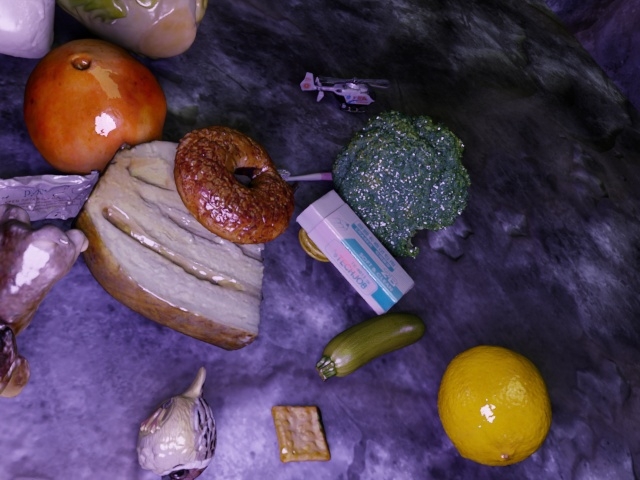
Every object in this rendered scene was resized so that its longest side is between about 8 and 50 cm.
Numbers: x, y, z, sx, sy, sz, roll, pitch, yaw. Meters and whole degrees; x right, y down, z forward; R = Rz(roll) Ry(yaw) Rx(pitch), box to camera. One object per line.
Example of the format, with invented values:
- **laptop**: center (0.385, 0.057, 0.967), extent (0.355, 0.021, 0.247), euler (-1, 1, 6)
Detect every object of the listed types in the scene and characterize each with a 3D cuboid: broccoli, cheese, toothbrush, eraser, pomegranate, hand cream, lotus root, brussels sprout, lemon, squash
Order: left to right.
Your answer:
- **cheese**: center (-0.510, -0.397, 1.081), extent (0.198, 0.189, 0.154), euler (12, 17, -31)
- **hand cream**: center (-0.413, -0.046, 0.913), extent (0.050, 0.084, 0.257), euler (37, 34, 29)
- **pomegranate**: center (-0.330, -0.187, 1.013), extent (0.209, 0.209, 0.209), euler (21, 45, -22)
- **brussels sprout**: center (-0.330, -0.467, 1.211), extent (0.294, 0.259, 0.227), euler (57, 11, 7)
- **lotus root**: center (-0.219, 0.008, 0.966), extent (0.260, 0.149, 0.267), euler (21, 50, -27)
- **toothbrush**: center (0.015, -0.127, 1.355), extent (0.286, 0.025, 0.020), euler (-5, 59, -41)
- **eraser**: center (0.064, 0.019, 1.210), extent (0.225, 0.052, 0.095), euler (49, 35, 2)
- **squash**: center (0.084, 0.162, 1.124), extent (0.258, 0.069, 0.069), euler (-14, 64, -45)
- **broccoli**: center (0.152, -0.112, 1.315), extent (0.269, 0.261, 0.241), euler (34, 5, 33)
- **lemon**: center (0.277, 0.259, 1.108), extent (0.178, 0.178, 0.203), euler (22, 43, -21)

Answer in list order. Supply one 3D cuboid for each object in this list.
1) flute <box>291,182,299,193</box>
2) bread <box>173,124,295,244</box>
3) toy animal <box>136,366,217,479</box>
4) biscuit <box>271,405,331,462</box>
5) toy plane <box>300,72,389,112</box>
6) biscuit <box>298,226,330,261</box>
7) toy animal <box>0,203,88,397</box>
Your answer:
- **flute**: center (-0.092, -0.032, 1.198), extent (0.014, 0.014, 0.269), euler (38, 41, -4)
- **bread**: center (-0.116, -0.080, 0.959), extent (0.193, 0.064, 0.193), euler (23, 49, -29)
- **toy animal**: center (-0.161, 0.232, 0.850), extent (0.098, 0.098, 0.137), euler (39, 59, -2)
- **biscuit**: center (-0.028, 0.273, 0.977), extent (0.081, 0.018, 0.083), euler (8, 50, -32)
- **toy plane**: center (0.049, -0.331, 1.524), extent (0.197, 0.078, 0.053), euler (4, 54, -17)
- **biscuit**: center (0.000, 0.000, 1.234), extent (0.084, 0.023, 0.084), euler (22, 43, -22)
- **toy animal**: center (-0.358, 0.072, 0.792), extent (0.121, 0.233, 0.169), euler (30, 1, -27)
